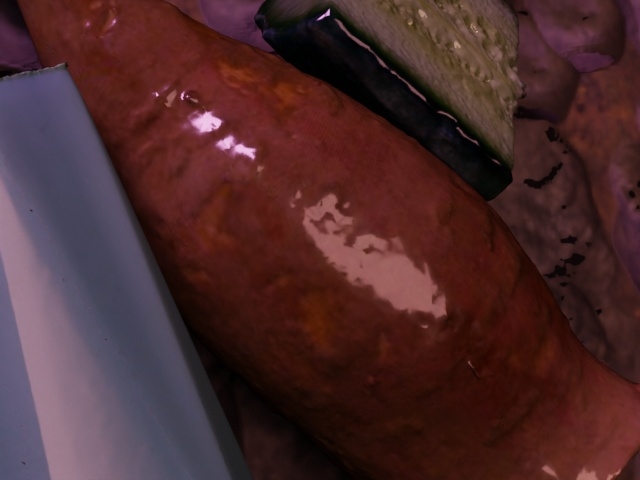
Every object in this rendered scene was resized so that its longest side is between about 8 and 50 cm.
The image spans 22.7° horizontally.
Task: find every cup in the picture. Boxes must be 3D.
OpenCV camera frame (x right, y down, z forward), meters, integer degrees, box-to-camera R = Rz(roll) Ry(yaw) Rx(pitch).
[{"bbox_3d":[-0.098,0.061,0.581,0.148,0.134,0.236,-19,92,-30],"label":"cup"}]

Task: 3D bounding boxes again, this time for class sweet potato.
[{"bbox_3d":[-0.002,0.002,0.636,0.337,0.131,0.131,46,67,-16],"label":"sweet potato"}]

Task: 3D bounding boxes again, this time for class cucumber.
[{"bbox_3d":[0.034,-0.081,0.698,0.115,0.062,0.116,42,36,-19],"label":"cucumber"}]
